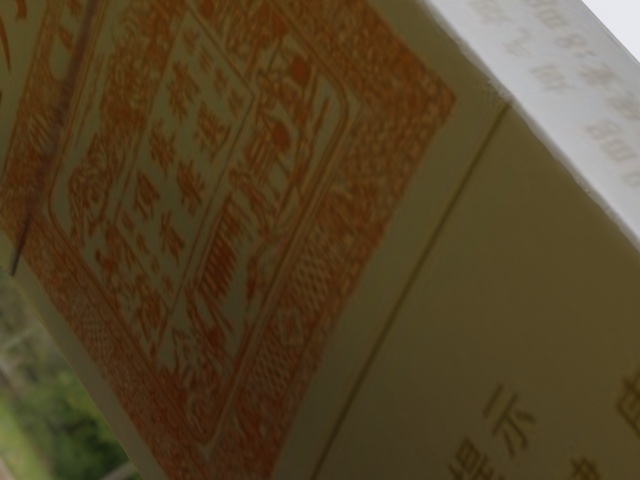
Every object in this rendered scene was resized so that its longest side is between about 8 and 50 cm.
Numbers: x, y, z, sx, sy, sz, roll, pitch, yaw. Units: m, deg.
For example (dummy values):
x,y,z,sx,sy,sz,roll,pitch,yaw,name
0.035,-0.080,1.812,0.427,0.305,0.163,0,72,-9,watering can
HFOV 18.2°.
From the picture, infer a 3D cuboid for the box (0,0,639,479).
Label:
x,y,z,sx,sy,sz,roll,pitch,yaw,name
-0.001,0.000,0.520,0.365,0.051,0.204,53,-41,29,box
